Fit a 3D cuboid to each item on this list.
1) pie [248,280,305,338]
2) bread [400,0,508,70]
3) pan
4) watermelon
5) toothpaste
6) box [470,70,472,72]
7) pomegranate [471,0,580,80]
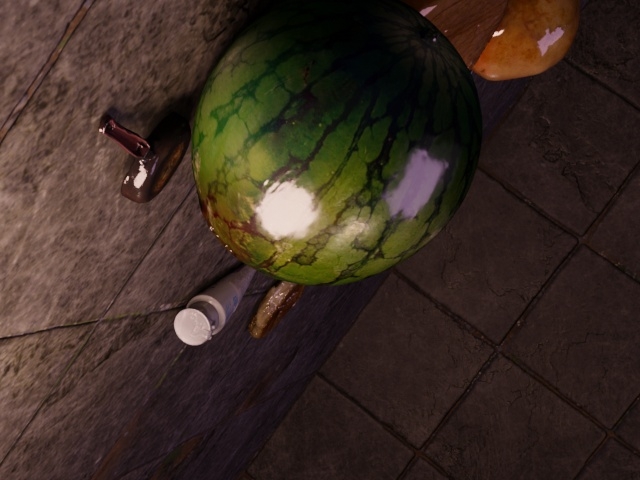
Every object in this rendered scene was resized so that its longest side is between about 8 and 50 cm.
[{"bbox_3d":[-0.097,0.143,2.273,0.195,0.046,0.195,-49,169,-13],"label":"pie"},{"bbox_3d":[0.138,-0.326,1.456,0.337,0.148,0.328,-38,164,-28],"label":"bread"},{"bbox_3d":[-0.191,-0.099,1.110,0.115,0.040,0.212,-58,170,-3],"label":"pan"},{"bbox_3d":[0.019,-0.119,1.172,0.363,0.363,0.363,-50,169,-13],"label":"watermelon"},{"bbox_3d":[-0.171,0.102,1.796,0.114,0.073,0.299,-58,175,22],"label":"toothpaste"},{"bbox_3d":[0.281,-0.352,2.081,0.265,0.048,0.273,115,0,-53],"label":"box"},{"bbox_3d":[0.344,-0.411,1.823,0.270,0.229,0.252,100,-12,-77],"label":"pomegranate"}]
